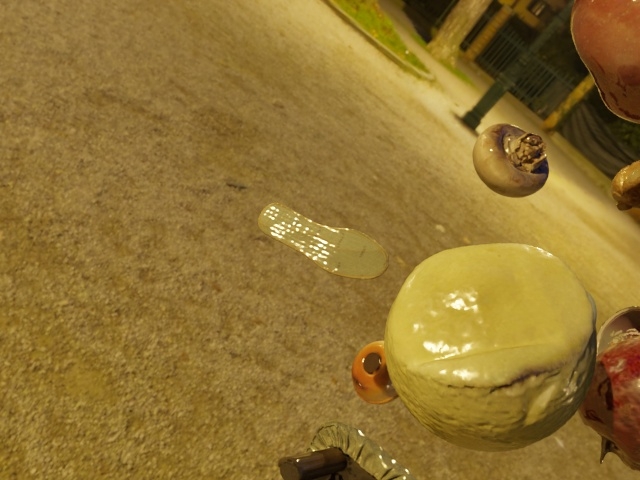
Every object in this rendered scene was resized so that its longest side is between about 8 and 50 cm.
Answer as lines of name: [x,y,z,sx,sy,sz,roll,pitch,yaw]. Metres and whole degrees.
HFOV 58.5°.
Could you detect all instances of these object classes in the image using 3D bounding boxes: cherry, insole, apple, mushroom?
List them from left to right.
insole: [0.000,0.000,1.352,0.349,0.118,0.009,25,-10,21]
mushroom: [0.530,-0.228,1.575,0.227,0.178,0.226,9,58,-14]
cherry: [0.580,0.271,0.982,0.230,0.300,0.203,46,8,-5]
apple: [0.575,-0.344,0.963,0.306,0.235,0.305,28,51,-41]

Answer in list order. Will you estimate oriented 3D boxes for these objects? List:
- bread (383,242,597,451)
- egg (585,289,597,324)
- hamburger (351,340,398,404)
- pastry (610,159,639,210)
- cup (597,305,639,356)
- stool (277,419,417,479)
bread: [0.260,0.164,0.886,0.321,0.237,0.320,0,50,0]
egg: [0.697,0.280,1.743,0.230,0.371,0.230,43,-17,17]
hamburger: [0.208,0.449,1.945,0.147,0.237,0.236,41,20,-37]
pastry: [0.870,-0.155,1.465,0.229,0.218,0.100,7,63,-21]
cup: [0.843,0.304,1.381,0.289,0.203,0.203,26,28,-18]
stool: [0.031,0.613,1.261,0.310,0.310,0.226,33,19,20]
